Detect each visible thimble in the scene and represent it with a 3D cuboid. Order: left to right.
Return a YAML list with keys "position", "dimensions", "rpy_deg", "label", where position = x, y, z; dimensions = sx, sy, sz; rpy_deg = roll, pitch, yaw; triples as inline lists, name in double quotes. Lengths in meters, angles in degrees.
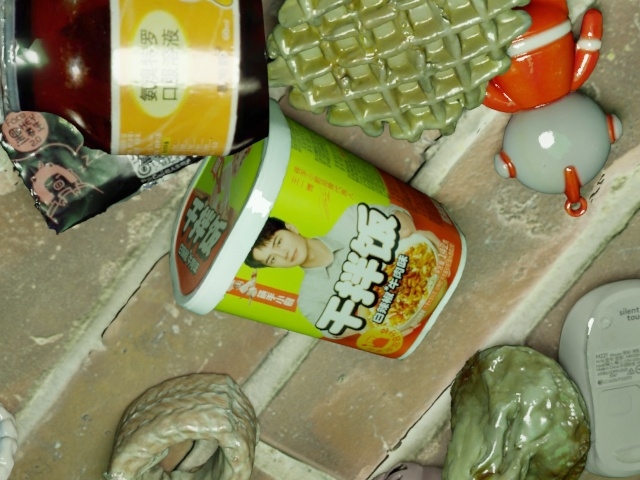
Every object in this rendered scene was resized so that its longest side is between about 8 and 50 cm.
- position: [-0.197, 0.316, 1.572]
  dimensions: [0.229, 0.148, 0.196]
  rpy_deg: [-28, 114, 11]
  label: "thimble"

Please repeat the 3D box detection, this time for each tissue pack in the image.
- position: [-0.303, -0.201, 1.341]
  dimensions: [0.245, 0.123, 0.332]
  rpy_deg: [-26, 118, -2]
  label: "tissue pack"

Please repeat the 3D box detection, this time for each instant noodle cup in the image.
- position: [0.000, 0.000, 1.393]
  dimensions: [0.307, 0.294, 0.294]
  rpy_deg: [22, 111, -22]
  label: "instant noodle cup"

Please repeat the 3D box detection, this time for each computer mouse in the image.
- position: [0.432, 0.196, 1.584]
  dimensions: [0.184, 0.121, 0.297]
  rpy_deg: [-11, 101, -12]
  label: "computer mouse"

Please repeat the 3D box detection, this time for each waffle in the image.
- position: [0.091, -0.236, 1.292]
  dimensions: [0.291, 0.056, 0.309]
  rpy_deg: [17, 135, -18]
  label: "waffle"

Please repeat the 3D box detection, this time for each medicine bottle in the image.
- position: [-0.253, -0.201, 1.166]
  dimensions: [0.395, 0.242, 0.243]
  rpy_deg: [-5, 115, -10]
  label: "medicine bottle"

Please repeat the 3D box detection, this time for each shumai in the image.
- position: [0.248, 0.292, 1.523]
  dimensions: [0.222, 0.203, 0.272]
  rpy_deg: [-6, 97, 41]
  label: "shumai"

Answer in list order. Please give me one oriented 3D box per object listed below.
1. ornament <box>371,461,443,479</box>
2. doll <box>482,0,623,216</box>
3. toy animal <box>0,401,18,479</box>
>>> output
- position: [0.143, 0.422, 1.651]
  dimensions: [0.177, 0.177, 0.178]
  rpy_deg: [-2, 115, -4]
  label: "ornament"
- position: [0.291, -0.184, 1.410]
  dimensions: [0.199, 0.105, 0.336]
  rpy_deg: [-21, 107, 5]
  label: "doll"
- position: [-0.549, 0.311, 1.538]
  dimensions: [0.208, 0.156, 0.204]
  rpy_deg: [-44, 114, 11]
  label: "toy animal"
